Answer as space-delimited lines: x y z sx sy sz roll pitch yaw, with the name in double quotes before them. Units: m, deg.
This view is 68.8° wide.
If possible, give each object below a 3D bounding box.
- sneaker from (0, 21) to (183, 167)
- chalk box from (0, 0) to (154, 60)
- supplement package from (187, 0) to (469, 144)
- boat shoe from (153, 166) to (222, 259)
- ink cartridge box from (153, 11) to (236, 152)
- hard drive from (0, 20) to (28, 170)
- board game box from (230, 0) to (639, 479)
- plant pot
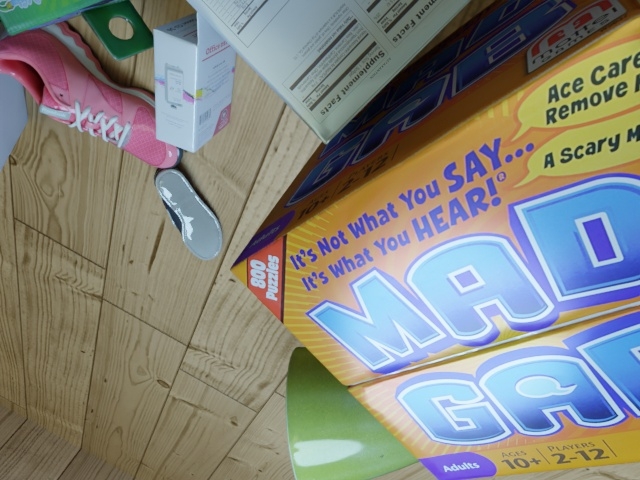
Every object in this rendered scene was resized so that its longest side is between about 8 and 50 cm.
"sneaker" -0.371 -0.209 0.747 0.313 0.136 0.116 39 131 -10
"chalk box" -0.303 -0.370 0.566 0.179 0.180 0.289 -3 123 24
"supplement package" -0.017 -0.271 0.471 0.198 0.199 0.262 -43 104 14
"boat shoe" -0.248 -0.054 0.883 0.065 0.075 0.206 41 158 51
"ink cartridge box" -0.173 -0.241 0.655 0.067 0.115 0.198 22 130 6
"hard drive" -0.512 -0.282 0.694 0.047 0.233 0.353 5 134 -17
"board game box" 0.202 -0.018 0.511 0.356 0.357 0.356 -30 111 36
"plant pot" 0.107 0.333 0.914 0.293 0.275 0.275 -8 124 9
